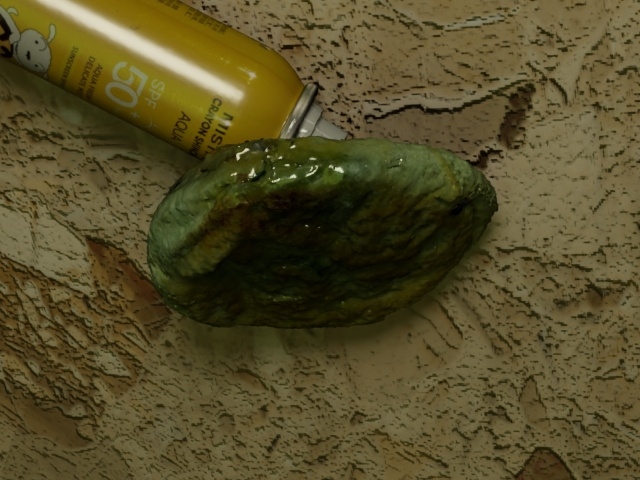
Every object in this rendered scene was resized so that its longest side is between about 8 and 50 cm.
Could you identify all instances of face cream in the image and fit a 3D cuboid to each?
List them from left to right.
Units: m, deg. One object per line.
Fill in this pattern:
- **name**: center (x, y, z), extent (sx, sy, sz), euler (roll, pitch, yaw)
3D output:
- **face cream**: center (-0.141, -0.144, 1.325), extent (0.348, 0.105, 0.105), euler (27, 124, -3)

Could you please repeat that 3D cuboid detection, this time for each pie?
- **pie**: center (0.000, 0.000, 1.327), extent (0.277, 0.078, 0.277), euler (-4, 154, -2)
